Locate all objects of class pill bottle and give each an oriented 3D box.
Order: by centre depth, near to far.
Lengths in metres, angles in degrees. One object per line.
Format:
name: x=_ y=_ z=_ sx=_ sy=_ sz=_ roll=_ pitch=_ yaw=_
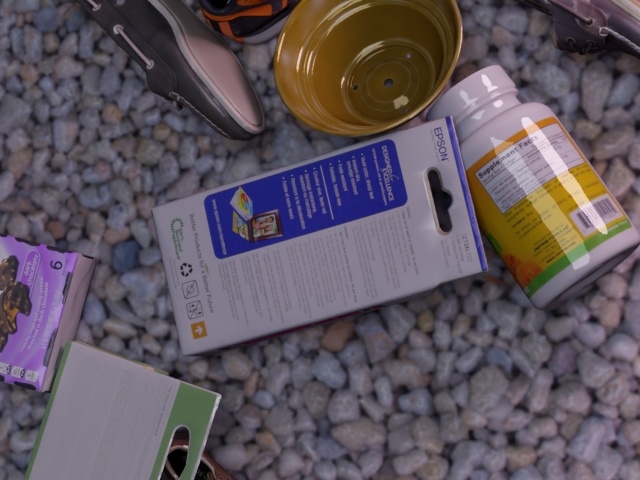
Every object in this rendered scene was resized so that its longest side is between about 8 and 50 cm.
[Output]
pill bottle: x=0.220 y=-0.061 z=1.769 sx=0.136 sy=0.136 sz=0.245 roll=-35 pitch=78 yaw=6

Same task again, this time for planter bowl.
planter bowl: x=0.064 y=-0.192 z=1.827 sx=0.217 sy=0.090 sz=0.217 roll=-9 pitch=63 yaw=19

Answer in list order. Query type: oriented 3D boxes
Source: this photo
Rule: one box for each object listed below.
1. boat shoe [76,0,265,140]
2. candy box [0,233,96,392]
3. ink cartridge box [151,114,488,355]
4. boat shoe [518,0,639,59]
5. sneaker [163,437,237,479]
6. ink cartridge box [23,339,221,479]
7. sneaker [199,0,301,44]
boat shoe: x=-0.185 y=-0.225 z=1.893 sx=0.095 sy=0.112 sz=0.335 roll=-44 pitch=71 yaw=21
candy box: x=-0.379 y=0.073 z=1.906 sx=0.196 sy=0.070 sz=0.165 roll=14 pitch=86 yaw=12
ink cartridge box: x=0.000 y=0.000 z=1.808 sx=0.371 sy=0.069 sz=0.175 roll=-17 pitch=80 yaw=23
boat shoe: x=0.285 y=-0.246 z=1.801 sx=0.285 sy=0.103 sz=0.092 roll=40 pitch=97 yaw=17
sneaker: x=-0.109 y=0.291 z=1.826 sx=0.188 sy=0.071 sz=0.066 roll=37 pitch=91 yaw=13
ink cartridge box: x=-0.209 y=0.220 z=1.822 sx=0.235 sy=0.056 sz=0.171 roll=15 pitch=86 yaw=34
sneaker: x=-0.010 y=-0.352 z=1.826 sx=0.124 sy=0.180 sz=0.321 roll=42 pitch=93 yaw=13
